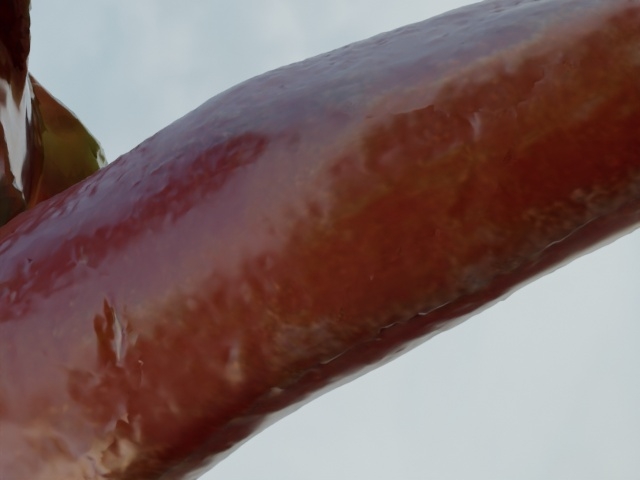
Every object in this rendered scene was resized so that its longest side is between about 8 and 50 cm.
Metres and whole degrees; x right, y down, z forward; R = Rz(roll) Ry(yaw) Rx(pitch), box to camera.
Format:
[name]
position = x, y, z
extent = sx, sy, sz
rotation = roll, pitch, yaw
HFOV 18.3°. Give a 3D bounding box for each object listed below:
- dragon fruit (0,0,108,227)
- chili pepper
[dragon fruit]
position = -0.197, -0.005, 0.569
extent = 0.307, 0.227, 0.243
rotation = -50, -10, -29
[chili pepper]
position = 0.000, 0.000, 0.353
extent = 0.063, 0.272, 0.071
rotation = 59, -167, -13
